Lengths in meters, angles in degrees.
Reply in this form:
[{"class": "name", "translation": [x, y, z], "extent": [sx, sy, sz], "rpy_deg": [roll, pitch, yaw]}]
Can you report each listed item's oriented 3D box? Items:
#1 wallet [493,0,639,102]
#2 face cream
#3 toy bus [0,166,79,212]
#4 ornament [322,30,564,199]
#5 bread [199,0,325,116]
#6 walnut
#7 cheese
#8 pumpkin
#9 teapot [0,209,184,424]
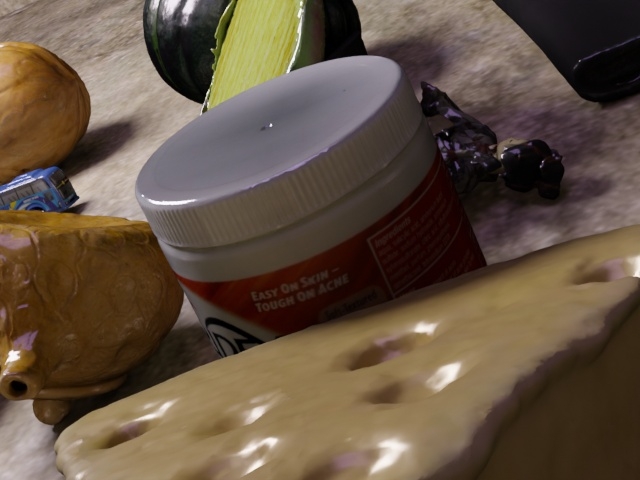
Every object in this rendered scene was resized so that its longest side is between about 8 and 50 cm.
[{"class": "wallet", "translation": [0.311, -0.259, 1.202], "extent": [0.228, 0.062, 0.406], "rpy_deg": [-22, 25, 6]}, {"class": "face cream", "translation": [0.000, 0.000, 0.815], "extent": [0.201, 0.187, 0.201], "rpy_deg": [-21, 24, 10]}, {"class": "toy bus", "translation": [-0.366, -0.040, 1.408], "extent": [0.153, 0.061, 0.051], "rpy_deg": [-19, 19, 18]}, {"class": "ornament", "translation": [0.100, -0.078, 0.960], "extent": [0.196, 0.153, 0.166], "rpy_deg": [3, 35, 29]}, {"class": "bread", "translation": [-0.062, -0.137, 1.110], "extent": [0.045, 0.301, 0.301], "rpy_deg": [11, 14, -21]}, {"class": "walnut", "translation": [-0.414, -0.170, 1.563], "extent": [0.221, 0.195, 0.195], "rpy_deg": [-19, 24, 20]}, {"class": "cheese", "translation": [0.021, 0.115, 0.556], "extent": [0.383, 0.104, 0.384], "rpy_deg": [-21, 6, 2]}, {"class": "pumpkin", "translation": [-0.078, -0.231, 1.353], "extent": [0.249, 0.216, 0.250], "rpy_deg": [-2, 12, 0]}, {"class": "teapot", "translation": [-0.213, 0.064, 0.954], "extent": [0.203, 0.167, 0.311], "rpy_deg": [3, 6, -2]}]
